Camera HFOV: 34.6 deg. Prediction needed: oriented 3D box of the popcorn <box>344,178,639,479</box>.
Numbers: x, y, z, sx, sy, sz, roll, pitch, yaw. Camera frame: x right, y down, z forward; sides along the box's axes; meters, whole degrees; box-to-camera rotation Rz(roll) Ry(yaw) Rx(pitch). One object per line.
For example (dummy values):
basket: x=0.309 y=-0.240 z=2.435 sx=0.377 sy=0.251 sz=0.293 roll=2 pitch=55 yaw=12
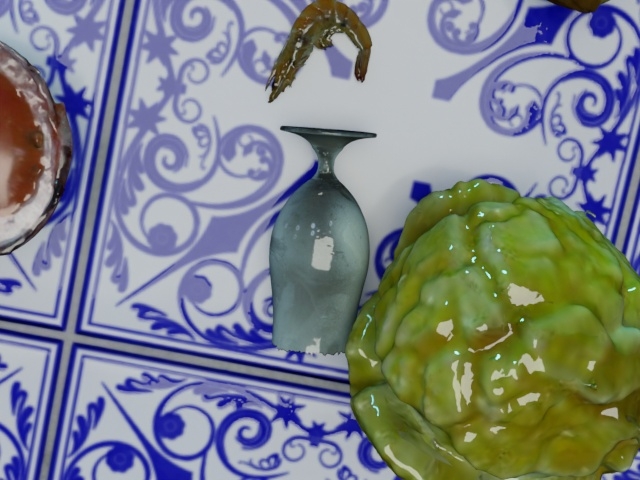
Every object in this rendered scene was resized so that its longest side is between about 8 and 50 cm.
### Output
popcorn: x=0.167 y=0.099 z=0.880 sx=0.282 sy=0.247 sz=0.282 roll=-1 pitch=112 yaw=-4

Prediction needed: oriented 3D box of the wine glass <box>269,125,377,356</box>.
wine glass: x=0.000 y=0.000 z=0.928 sx=0.093 sy=0.093 sz=0.202 roll=5 pitch=98 yaw=-5

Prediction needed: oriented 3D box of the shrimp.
shrimp: x=0.001 y=-0.162 z=0.939 sx=0.083 sy=0.023 sz=0.114 roll=34 pitch=91 yaw=-10

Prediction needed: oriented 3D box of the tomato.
tomato: x=-0.324 y=-0.081 z=0.885 sx=0.228 sy=0.112 sz=0.199 roll=9 pitch=90 yaw=-6

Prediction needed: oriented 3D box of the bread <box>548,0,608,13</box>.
bread: x=0.215 y=-0.266 z=0.889 sx=0.086 sy=0.125 sz=0.156 roll=-25 pitch=81 yaw=-7
